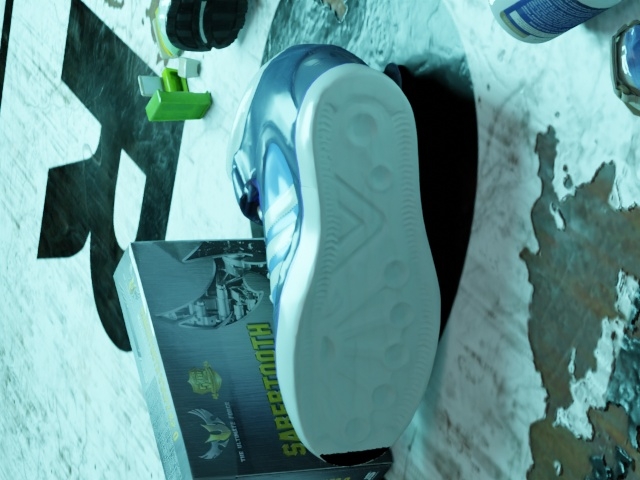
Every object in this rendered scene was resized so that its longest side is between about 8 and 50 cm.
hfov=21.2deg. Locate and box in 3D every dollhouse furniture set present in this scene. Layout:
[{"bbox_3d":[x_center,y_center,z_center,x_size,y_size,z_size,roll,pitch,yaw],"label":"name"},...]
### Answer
[{"bbox_3d":[-0.160,-0.193,1.751,0.076,0.058,0.152,-48,50,52],"label":"dollhouse furniture set"}]

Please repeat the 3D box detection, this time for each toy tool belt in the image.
[{"bbox_3d":[0.210,-0.101,1.059,0.051,0.052,0.083,124,136,-60],"label":"toy tool belt"}]

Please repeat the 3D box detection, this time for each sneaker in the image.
[{"bbox_3d":[0.000,0.000,1.406,0.236,0.130,0.323,-150,58,-69],"label":"sneaker"},{"bbox_3d":[-0.098,-0.306,1.593,0.271,0.100,0.108,116,147,-41],"label":"sneaker"}]

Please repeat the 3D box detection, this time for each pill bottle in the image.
[{"bbox_3d":[0.167,-0.177,1.120,0.120,0.067,0.067,-25,69,60],"label":"pill bottle"}]

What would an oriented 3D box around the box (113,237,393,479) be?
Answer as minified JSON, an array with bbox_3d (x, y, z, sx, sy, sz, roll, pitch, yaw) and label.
[{"bbox_3d":[-0.059,0.106,1.438,0.056,0.183,0.231,-57,42,47],"label":"box"}]
